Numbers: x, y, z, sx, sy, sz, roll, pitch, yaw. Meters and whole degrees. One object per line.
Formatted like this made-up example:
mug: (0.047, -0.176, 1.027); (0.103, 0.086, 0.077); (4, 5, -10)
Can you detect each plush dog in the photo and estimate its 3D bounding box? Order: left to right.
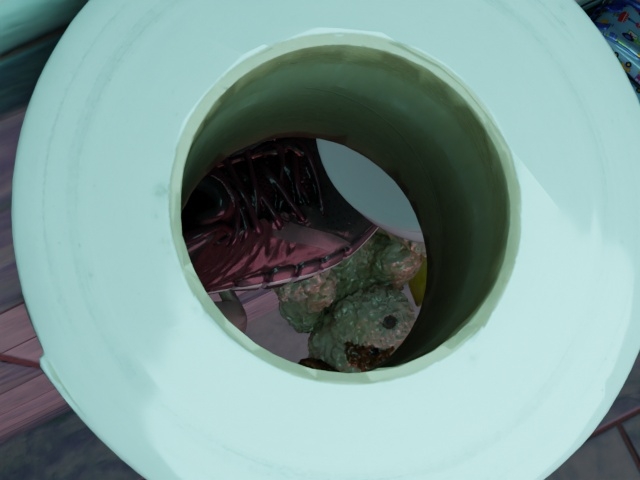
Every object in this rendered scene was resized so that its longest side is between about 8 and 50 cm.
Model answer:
plush dog: (0.032, 0.078, 1.662); (0.262, 0.225, 0.210); (-14, 170, -34)

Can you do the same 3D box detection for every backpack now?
backpack: (0.272, -0.135, 1.264); (0.117, 0.158, 0.173); (-53, 174, 37)

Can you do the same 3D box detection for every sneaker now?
sneaker: (-0.049, -0.021, 1.011); (0.281, 0.106, 0.162); (-25, 172, -18)

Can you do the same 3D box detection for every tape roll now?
tape roll: (0.000, 0.000, 0.615); (0.246, 0.246, 0.169); (-26, 176, -11)

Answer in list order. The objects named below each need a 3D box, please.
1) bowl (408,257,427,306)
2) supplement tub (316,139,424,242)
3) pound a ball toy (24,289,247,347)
bowl: (0.222, -0.041, 1.985); (0.289, 0.156, 0.289); (-27, 176, -2)
supplement tub: (0.084, -0.072, 0.909); (0.144, 0.144, 0.199); (-28, 175, 18)
pound a ball toy: (-0.123, 0.064, 1.344); (0.208, 0.136, 0.319); (-27, 176, 5)
